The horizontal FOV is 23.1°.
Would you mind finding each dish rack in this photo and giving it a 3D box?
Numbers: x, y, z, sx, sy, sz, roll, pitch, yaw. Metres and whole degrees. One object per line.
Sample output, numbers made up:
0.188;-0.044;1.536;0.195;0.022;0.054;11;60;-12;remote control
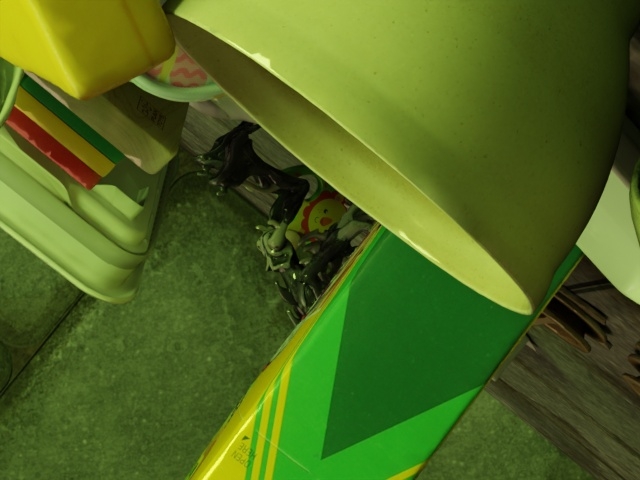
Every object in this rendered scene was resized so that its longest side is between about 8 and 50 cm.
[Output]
-0.223;-0.120;1.280;0.285;0.072;0.333;41;-157;-19;dish rack

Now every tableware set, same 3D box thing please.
0.226;0.096;1.230;0.194;0.039;0.128;37;176;19;tableware set

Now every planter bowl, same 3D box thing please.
0.041;-0.067;0.535;0.162;0.109;0.162;38;176;3;planter bowl

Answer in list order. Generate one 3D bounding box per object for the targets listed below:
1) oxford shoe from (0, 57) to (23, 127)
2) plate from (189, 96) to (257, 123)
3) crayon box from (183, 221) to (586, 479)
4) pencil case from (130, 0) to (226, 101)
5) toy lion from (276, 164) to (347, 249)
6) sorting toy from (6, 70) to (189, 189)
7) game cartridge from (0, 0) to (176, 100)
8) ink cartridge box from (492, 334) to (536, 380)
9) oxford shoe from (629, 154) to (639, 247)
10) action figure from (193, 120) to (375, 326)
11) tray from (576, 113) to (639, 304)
-0.287;-0.221;0.873;0.130;0.169;0.449;42;158;56;oxford shoe
-0.159;-0.193;1.450;0.277;0.045;0.278;40;175;-15;plate
0.022;0.091;1.025;0.106;0.313;0.363;39;176;1;crayon box
-0.115;-0.160;0.912;0.124;0.113;0.273;58;167;-28;pencil case
-0.006;-0.033;1.663;0.034;0.096;0.100;-149;49;-64;toy lion
-0.217;-0.168;1.154;0.255;0.089;0.257;40;-157;-18;sorting toy
-0.168;-0.206;0.585;0.323;0.052;0.285;29;146;63;game cartridge
0.149;0.083;1.638;0.104;0.061;0.181;37;176;32;ink cartridge box
0.166;0.012;0.520;0.348;0.123;0.130;51;-167;-79;oxford shoe
0.000;0.000;1.550;0.276;0.141;0.164;55;171;-9;action figure
0.134;-0.026;0.737;0.270;0.030;0.145;41;176;-37;tray
